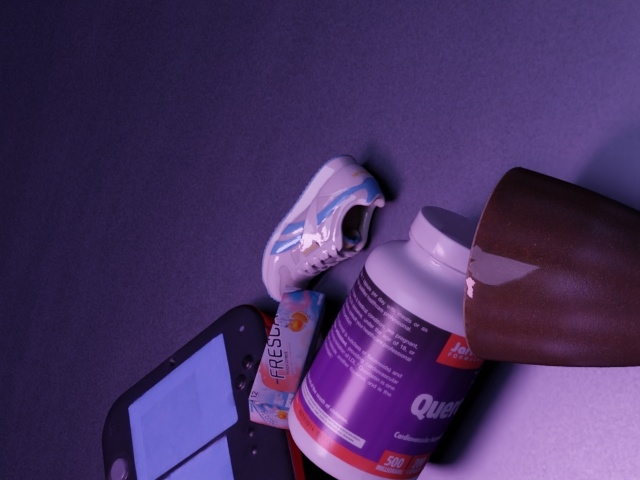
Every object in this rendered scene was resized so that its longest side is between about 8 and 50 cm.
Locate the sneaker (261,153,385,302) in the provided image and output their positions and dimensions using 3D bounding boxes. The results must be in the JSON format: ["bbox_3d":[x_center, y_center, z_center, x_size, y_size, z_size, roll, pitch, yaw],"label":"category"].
[{"bbox_3d":[0.000,0.000,1.530,0.092,0.087,0.228,47,118,32],"label":"sneaker"}]

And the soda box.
[{"bbox_3d":[-0.042,0.153,1.501,0.058,0.063,0.183,12,55,7],"label":"soda box"}]

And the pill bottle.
[{"bbox_3d":[0.102,0.128,1.362,0.181,0.181,0.323,41,113,36],"label":"pill bottle"}]

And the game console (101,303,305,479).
[{"bbox_3d":[-0.178,0.307,1.612,0.386,0.060,0.342,-39,43,31],"label":"game console"}]

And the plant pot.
[{"bbox_3d":[0.297,0.046,1.198,0.230,0.215,0.215,12,95,28],"label":"plant pot"}]
